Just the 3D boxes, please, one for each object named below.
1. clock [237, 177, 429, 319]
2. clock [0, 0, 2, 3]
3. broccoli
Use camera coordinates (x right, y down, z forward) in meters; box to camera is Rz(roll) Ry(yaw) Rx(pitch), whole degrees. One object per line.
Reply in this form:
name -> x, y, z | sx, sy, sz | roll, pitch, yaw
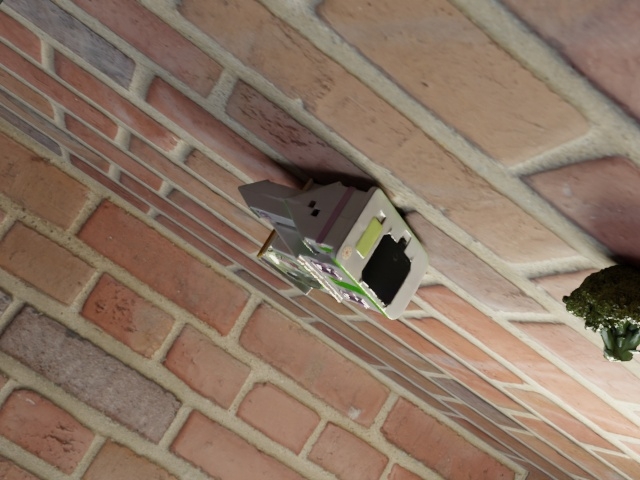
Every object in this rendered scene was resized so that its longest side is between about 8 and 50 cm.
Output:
clock -> 0.000, -0.001, 1.246 | 0.309, 0.166, 0.235 | 20, 161, 42
clock -> -0.642, -0.498, 1.131 | 0.312, 0.061, 0.312 | 29, 165, 9
broccoli -> 0.379, 0.091, 0.889 | 0.131, 0.120, 0.130 | -1, -175, 0
